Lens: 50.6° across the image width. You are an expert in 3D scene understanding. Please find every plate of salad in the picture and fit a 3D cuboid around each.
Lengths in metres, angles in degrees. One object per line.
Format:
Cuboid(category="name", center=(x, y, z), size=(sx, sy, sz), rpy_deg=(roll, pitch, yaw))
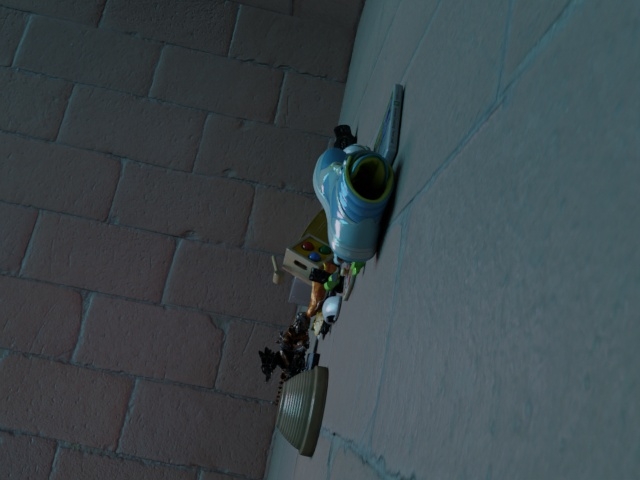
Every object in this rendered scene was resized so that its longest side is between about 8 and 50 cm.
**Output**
Cuboid(category="plate of salad", center=(0.004, 0.213, 2.141), size=(0.200, 0.048, 0.199), rpy_deg=(-169, 90, -87))

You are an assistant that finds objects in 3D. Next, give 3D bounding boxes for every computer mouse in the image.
Cuboid(category="computer mouse", center=(0.023, 0.196, 1.901), size=(0.193, 0.042, 0.106), rpy_deg=(110, 172, -69))

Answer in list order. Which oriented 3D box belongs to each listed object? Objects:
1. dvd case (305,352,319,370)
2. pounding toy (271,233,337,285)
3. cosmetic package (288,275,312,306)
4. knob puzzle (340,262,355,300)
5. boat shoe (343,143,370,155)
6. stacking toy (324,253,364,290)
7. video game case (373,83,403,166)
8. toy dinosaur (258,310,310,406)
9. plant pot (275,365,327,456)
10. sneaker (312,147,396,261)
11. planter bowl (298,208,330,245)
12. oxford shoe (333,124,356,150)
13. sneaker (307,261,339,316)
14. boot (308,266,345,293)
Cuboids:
Cuboid(category="dvd case", center=(-0.040, 0.459, 2.220), size=(0.253, 0.022, 0.180), rpy_deg=(120, 162, -79))
Cuboid(category="pounding toy", center=(-0.071, 0.059, 2.116), size=(0.206, 0.181, 0.094), rpy_deg=(-34, -33, -48))
Cuboid(category="cosmetic package", center=(-0.034, 0.146, 2.362), size=(0.238, 0.127, 0.107), rpy_deg=(105, 177, -66))
Cuboid(category="knob puzzle", center=(0.072, 0.054, 1.695), size=(0.213, 0.030, 0.213), rpy_deg=(-168, 90, -86))
Cuboid(category="boat shoe", center=(0.093, -0.203, 1.687), size=(0.226, 0.083, 0.075), rpy_deg=(87, -158, -76))
Cuboid(category="stacking toy", center=(0.059, -0.002, 1.601), size=(0.167, 0.052, 0.221), rpy_deg=(137, 147, -61))
Cuboid(category="video game case", center=(0.141, -0.203, 1.496), size=(0.212, 0.023, 0.193), rpy_deg=(105, 175, -57))
Cuboid(category="toy dinosaur", center=(-0.096, 0.410, 2.305), size=(0.218, 0.165, 0.321), rpy_deg=(-23, -73, -76))
Cuboid(category="plant pot", center=(-0.057, 0.446, 1.803), size=(0.237, 0.110, 0.237), rpy_deg=(-169, 90, -86))
Cuboid(category="sneaker", center=(0.073, -0.134, 1.379), size=(0.319, 0.127, 0.208), rpy_deg=(-106, 22, -43))
Cuboid(category="planter bowl", center=(0.000, 0.000, 2.347), size=(0.217, 0.090, 0.217), rpy_deg=(-55, -11, -16))
Cuboid(category="oxford shoe", center=(0.095, -0.338, 2.483), size=(0.227, 0.083, 0.096), rpy_deg=(-86, -14, -57))
Cuboid(category="sneaker", center=(-0.004, 0.149, 2.036), size=(0.064, 0.068, 0.175), rpy_deg=(87, -153, -73))
Cuboid(category="boot", center=(0.017, 0.107, 1.824), size=(0.121, 0.099, 0.045), rpy_deg=(115, 167, -76))
